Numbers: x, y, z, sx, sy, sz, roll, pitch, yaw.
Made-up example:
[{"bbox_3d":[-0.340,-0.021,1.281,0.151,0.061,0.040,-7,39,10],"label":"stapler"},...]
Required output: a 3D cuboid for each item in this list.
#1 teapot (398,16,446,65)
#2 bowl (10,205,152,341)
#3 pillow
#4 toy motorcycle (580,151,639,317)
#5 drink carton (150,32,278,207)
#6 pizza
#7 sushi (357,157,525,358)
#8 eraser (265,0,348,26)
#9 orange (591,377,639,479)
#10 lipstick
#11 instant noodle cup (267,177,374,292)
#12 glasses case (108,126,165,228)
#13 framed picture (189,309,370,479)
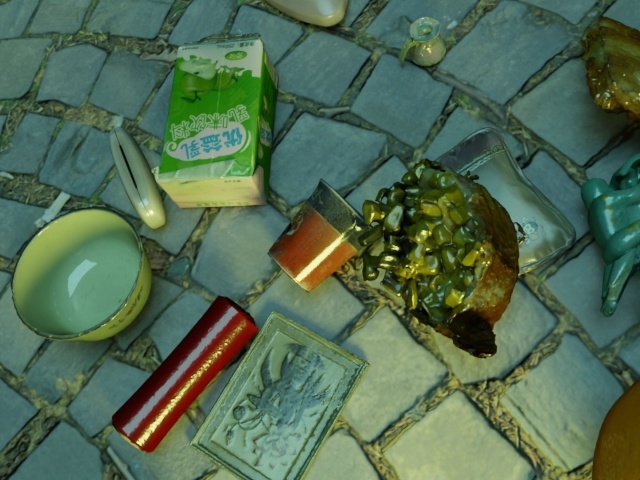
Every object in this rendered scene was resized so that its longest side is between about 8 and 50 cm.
[{"bbox_3d":[0.165,-0.324,1.162,0.083,0.064,0.064,-28,64,-1],"label":"teapot"},{"bbox_3d":[-0.349,0.064,1.082,0.211,0.112,0.211,-4,67,9],"label":"bowl"},{"bbox_3d":[0.262,-0.058,1.043,0.130,0.038,0.233,-32,66,3],"label":"pillow"},{"bbox_3d":[0.447,-0.022,0.947,0.198,0.109,0.297,13,61,13],"label":"toy motorcycle"},{"bbox_3d":[-0.165,-0.194,1.154,0.161,0.108,0.271,-2,67,11],"label":"drink carton"},{"bbox_3d":[0.456,-0.209,0.995,0.226,0.086,0.336,-12,52,-27],"label":"pizza"},{"bbox_3d":[0.167,0.017,0.957,0.166,0.179,0.296,-13,70,42],"label":"sushi"},{"bbox_3d":[-0.024,-0.481,1.271,0.204,0.059,0.243,-27,60,0],"label":"eraser"},{"bbox_3d":[0.444,0.264,0.728,0.312,0.312,0.312,-4,67,10],"label":"orange"},{"bbox_3d":[-0.192,0.189,1.014,0.080,0.080,0.241,36,79,23],"label":"lipstick"},{"bbox_3d":[-0.002,-0.002,1.038,0.136,0.127,0.127,-46,66,1],"label":"instant noodle cup"},{"bbox_3d":[-0.302,-0.105,1.164,0.049,0.074,0.193,-27,65,-3],"label":"glasses case"},{"bbox_3d":[-0.058,0.233,1.003,0.173,0.010,0.231,25,75,21],"label":"framed picture"}]
